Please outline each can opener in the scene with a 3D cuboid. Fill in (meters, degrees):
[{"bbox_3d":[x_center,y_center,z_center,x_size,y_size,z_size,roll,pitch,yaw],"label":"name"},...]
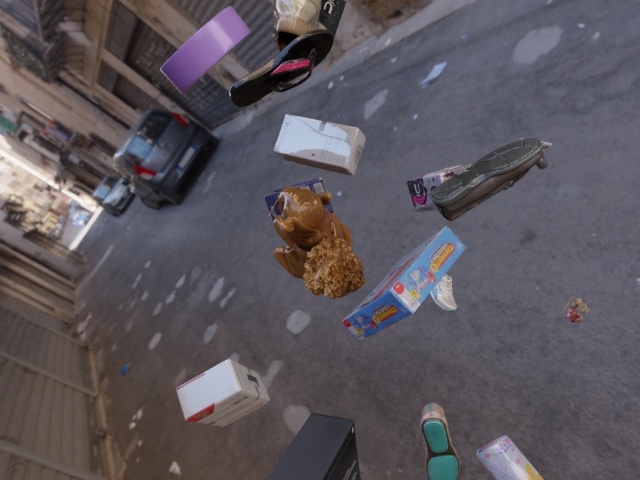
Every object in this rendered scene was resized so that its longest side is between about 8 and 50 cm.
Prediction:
[{"bbox_3d":[0.703,-0.293,1.572,0.074,0.280,0.093,-37,69,37],"label":"can opener"}]

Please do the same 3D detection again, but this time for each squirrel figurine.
[{"bbox_3d":[0.000,0.000,1.569,0.280,0.371,0.397,-30,61,-10],"label":"squirrel figurine"}]

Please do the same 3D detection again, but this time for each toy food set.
[{"bbox_3d":[0.789,0.220,1.471,0.078,0.019,0.122,-61,-1,17],"label":"toy food set"}]

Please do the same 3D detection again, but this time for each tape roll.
[{"bbox_3d":[-0.333,-0.551,1.386,0.274,0.090,0.275,-35,23,17],"label":"tape roll"}]

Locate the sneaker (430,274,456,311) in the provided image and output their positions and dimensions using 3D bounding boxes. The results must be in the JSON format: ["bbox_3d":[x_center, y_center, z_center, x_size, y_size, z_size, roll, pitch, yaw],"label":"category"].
[{"bbox_3d":[0.530,0.206,2.070,0.092,0.087,0.229,-56,39,35],"label":"sneaker"}]

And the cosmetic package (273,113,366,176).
[{"bbox_3d":[-0.003,-0.263,1.312,0.230,0.085,0.118,16,86,23],"label":"cosmetic package"}]

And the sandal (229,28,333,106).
[{"bbox_3d":[-0.052,-0.248,0.717,0.179,0.067,0.040,-33,67,4],"label":"sandal"}]

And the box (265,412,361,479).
[{"bbox_3d":[-0.017,0.472,0.862,0.103,0.185,0.261,3,18,24],"label":"box"}]

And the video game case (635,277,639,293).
[{"bbox_3d":[0.960,0.152,1.187,0.284,0.204,0.025,-18,0,4],"label":"video game case"}]

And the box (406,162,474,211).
[{"bbox_3d":[0.471,-0.203,1.850,0.163,0.142,0.247,-19,6,-17],"label":"box"}]

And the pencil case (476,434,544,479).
[{"bbox_3d":[0.577,0.703,1.371,0.273,0.113,0.124,54,133,27],"label":"pencil case"}]

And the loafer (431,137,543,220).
[{"bbox_3d":[0.391,-0.139,1.110,0.267,0.084,0.096,-29,33,13],"label":"loafer"}]

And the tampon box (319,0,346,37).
[{"bbox_3d":[-0.024,-0.577,1.232,0.101,0.120,0.161,-4,66,55],"label":"tampon box"}]

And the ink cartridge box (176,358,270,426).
[{"bbox_3d":[-0.312,0.509,1.573,0.196,0.273,0.114,-29,61,0],"label":"ink cartridge box"}]

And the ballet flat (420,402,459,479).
[{"bbox_3d":[0.372,0.637,1.492,0.107,0.316,0.106,-6,24,9],"label":"ballet flat"}]

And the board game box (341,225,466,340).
[{"bbox_3d":[0.240,0.132,1.404,0.308,0.086,0.302,-42,-3,-33],"label":"board game box"}]

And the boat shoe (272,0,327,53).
[{"bbox_3d":[-0.053,-0.432,1.037,0.341,0.121,0.110,-2,-77,-85],"label":"boat shoe"}]

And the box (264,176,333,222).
[{"bbox_3d":[-0.079,-0.136,1.730,0.225,0.137,0.037,-15,26,9],"label":"box"}]
